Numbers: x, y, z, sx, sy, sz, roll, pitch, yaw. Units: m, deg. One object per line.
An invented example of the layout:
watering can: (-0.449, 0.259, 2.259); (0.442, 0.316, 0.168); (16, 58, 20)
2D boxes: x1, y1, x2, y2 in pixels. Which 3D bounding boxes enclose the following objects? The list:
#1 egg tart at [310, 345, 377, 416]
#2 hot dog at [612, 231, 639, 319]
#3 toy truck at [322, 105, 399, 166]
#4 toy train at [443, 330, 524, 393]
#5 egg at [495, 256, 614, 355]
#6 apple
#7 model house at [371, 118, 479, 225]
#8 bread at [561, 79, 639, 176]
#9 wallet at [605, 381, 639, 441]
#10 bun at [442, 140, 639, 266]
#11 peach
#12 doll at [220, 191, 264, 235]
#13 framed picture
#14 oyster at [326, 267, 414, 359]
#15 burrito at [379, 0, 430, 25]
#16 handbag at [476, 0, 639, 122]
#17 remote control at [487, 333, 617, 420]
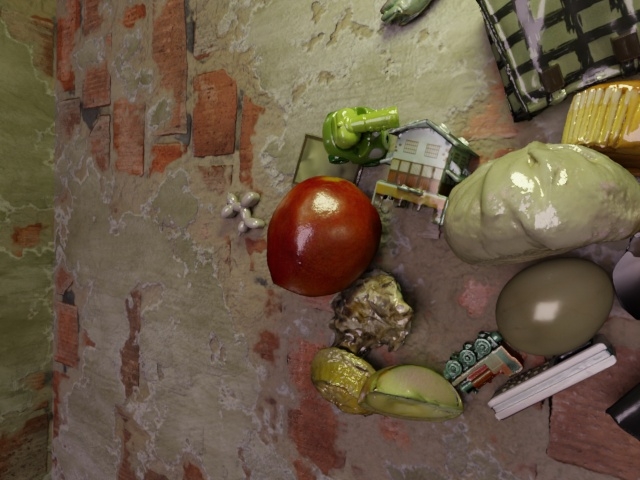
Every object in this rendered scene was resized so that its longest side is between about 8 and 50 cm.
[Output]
egg tart: (0.066, 0.411, 1.182); (0.252, 0.098, 0.232); (46, 134, -1)
hot dog: (0.706, -0.001, 0.795); (0.326, 0.107, 0.194); (-33, 80, 30)
toy truck: (0.099, -0.282, 1.097); (0.186, 0.210, 0.149); (-2, 86, -3)
toy train: (0.389, 0.303, 1.027); (0.118, 0.074, 0.176); (49, 113, 17)
egg: (0.488, 0.137, 0.890); (0.241, 0.186, 0.186); (-44, 70, 24)
apple: (0.212, 0.392, 1.076); (0.193, 0.264, 0.120); (122, 160, -51)
model house: (0.256, -0.160, 1.007); (0.198, 0.224, 0.216); (18, 102, 31)
bread: (0.624, -0.213, 0.794); (0.288, 0.204, 0.156); (14, 91, 38)
wallet: (0.755, 0.247, 0.761); (0.228, 0.062, 0.406); (33, 112, -4)
bun: (0.416, -0.071, 0.835); (0.364, 0.365, 0.220); (-13, 80, 32)
peach: (0.000, 0.000, 1.122); (0.307, 0.308, 0.332); (35, 76, 27)
doll: (-0.270, -0.099, 1.436); (0.159, 0.059, 0.161); (-15, 84, 30)
framed picture: (0.021, -0.220, 1.277); (0.231, 0.010, 0.173); (25, 104, 29)
oyster: (0.126, 0.206, 1.152); (0.351, 0.114, 0.238); (-30, 77, 53)
burrito: (0.282, -0.668, 1.069); (0.309, 0.066, 0.096); (-37, 68, 27)
handbag: (0.520, -0.461, 0.873); (0.325, 0.162, 0.327); (-19, 87, 33)
remote control: (0.505, 0.300, 0.933); (0.277, 0.102, 0.056); (-43, 69, 26)
